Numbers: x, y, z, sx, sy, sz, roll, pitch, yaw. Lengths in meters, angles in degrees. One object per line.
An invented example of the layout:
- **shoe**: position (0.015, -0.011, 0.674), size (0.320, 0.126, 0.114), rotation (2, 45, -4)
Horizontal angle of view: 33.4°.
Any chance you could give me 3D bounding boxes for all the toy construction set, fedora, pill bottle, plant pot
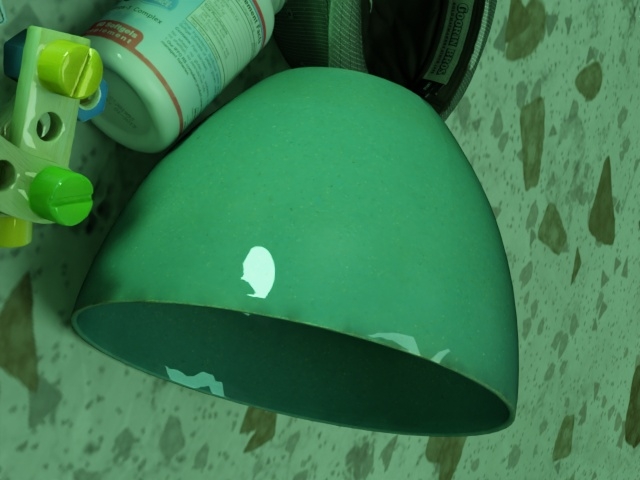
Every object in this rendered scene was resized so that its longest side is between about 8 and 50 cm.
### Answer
- **toy construction set**: position (-0.220, 0.029, 0.540), size (0.215, 0.151, 0.328), rotation (22, 72, -54)
- **fedora**: position (0.039, -0.205, 0.817), size (0.244, 0.124, 0.275), rotation (-54, 149, -24)
- **pill bottle**: position (-0.087, -0.138, 0.703), size (0.160, 0.087, 0.087), rotation (-52, 138, -30)
- **plant pot**: position (0.000, 0.000, 0.721), size (0.290, 0.290, 0.195), rotation (38, 59, -52)

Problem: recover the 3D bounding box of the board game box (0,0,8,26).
- **board game box**: position (-0.283, -0.136, 0.314), size (0.318, 0.066, 0.319), rotation (-34, 146, -24)
